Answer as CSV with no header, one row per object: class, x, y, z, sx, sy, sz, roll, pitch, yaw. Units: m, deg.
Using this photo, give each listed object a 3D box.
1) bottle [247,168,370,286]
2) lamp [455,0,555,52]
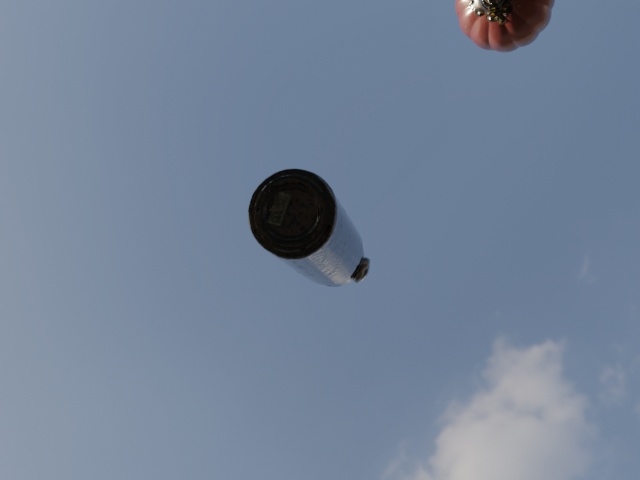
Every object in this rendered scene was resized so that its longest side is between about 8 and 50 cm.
bottle,0.000,0.000,0.722,0.082,0.244,0.072,27,-94,12
lamp,0.201,-0.260,0.859,0.107,0.092,0.107,1,-88,28
